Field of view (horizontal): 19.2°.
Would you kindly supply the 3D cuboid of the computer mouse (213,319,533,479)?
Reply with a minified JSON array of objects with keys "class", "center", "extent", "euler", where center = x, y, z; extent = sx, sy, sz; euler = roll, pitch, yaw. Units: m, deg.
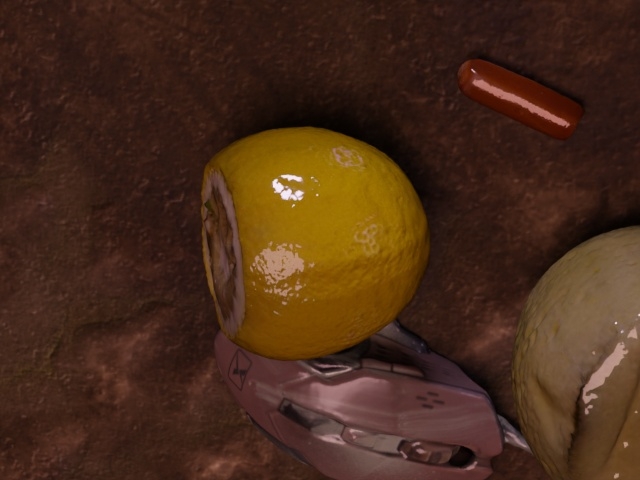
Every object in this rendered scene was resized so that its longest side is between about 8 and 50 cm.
[{"class":"computer mouse","center":[0.057,0.193,2.074],"extent":[0.389,0.115,0.199],"euler":[22,126,4]}]

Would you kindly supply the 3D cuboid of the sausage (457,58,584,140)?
[{"class":"sausage","center":[0.196,-0.141,1.884],"extent":[0.131,0.041,0.039],"euler":[24,144,2]}]

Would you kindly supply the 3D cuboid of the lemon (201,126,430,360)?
[{"class":"lemon","center":[0.000,0.000,1.916],"extent":[0.219,0.240,0.240],"euler":[-7,121,-13]}]

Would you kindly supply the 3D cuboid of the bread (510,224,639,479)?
[{"class":"bread","center":[0.341,0.139,1.900],"extent":[0.321,0.237,0.320],"euler":[0,124,-1]}]
